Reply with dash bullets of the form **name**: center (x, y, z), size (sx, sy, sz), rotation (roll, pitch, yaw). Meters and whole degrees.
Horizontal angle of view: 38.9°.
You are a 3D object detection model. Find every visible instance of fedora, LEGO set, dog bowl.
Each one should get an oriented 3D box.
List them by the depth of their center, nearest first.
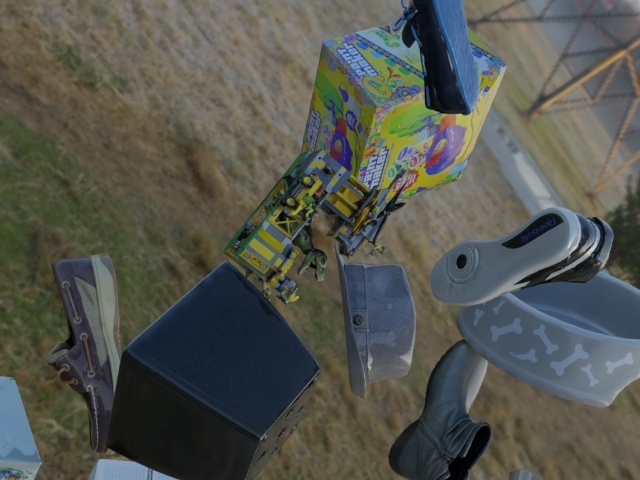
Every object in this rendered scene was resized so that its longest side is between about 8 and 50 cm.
- **LEGO set**: center (0.000, 0.000, 1.348), size (0.192, 0.255, 0.331), rotation (39, -13, -9)
- **dog bowl**: center (0.395, 0.128, 1.432), size (0.349, 0.102, 0.349), rotation (12, 20, -4)
- **fedora**: center (0.101, 0.133, 1.581), size (0.243, 0.124, 0.275), rotation (78, 6, -68)

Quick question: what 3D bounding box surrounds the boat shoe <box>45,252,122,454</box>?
- **boat shoe**: center (-0.402, 0.195, 1.531), size (0.123, 0.123, 0.342), rotation (-173, -100, -67)

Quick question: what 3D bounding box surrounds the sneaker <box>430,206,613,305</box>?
- **sneaker**: center (0.242, 0.034, 1.058), size (0.121, 0.217, 0.079), rotation (14, 63, -36)

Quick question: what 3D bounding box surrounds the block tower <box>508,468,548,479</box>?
- **block tower**: center (0.364, 0.391, 1.128), size (0.335, 0.097, 0.091), rotation (25, 60, -9)

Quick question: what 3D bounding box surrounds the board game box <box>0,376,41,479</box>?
- **board game box**: center (-0.600, 0.419, 1.567), size (0.097, 0.303, 0.224), rotation (13, 23, -36)

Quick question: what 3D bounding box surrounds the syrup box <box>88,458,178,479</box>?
- **syrup box**: center (-0.242, 0.409, 1.419), size (0.237, 0.093, 0.096), rotation (11, 57, -19)

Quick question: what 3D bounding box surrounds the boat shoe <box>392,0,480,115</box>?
- **boat shoe**: center (0.147, -0.284, 1.246), size (0.109, 0.089, 0.258), rotation (-47, 129, -48)

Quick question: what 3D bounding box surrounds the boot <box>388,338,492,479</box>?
- **boot**: center (0.210, 0.266, 1.340), size (0.083, 0.246, 0.161), rotation (36, -13, -19)

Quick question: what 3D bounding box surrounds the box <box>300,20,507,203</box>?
- **box**: center (0.138, -0.227, 1.637), size (0.177, 0.279, 0.290), rotation (55, -29, 29)

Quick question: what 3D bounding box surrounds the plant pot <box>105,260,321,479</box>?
- **plant pot**: center (-0.111, 0.173, 1.028), size (0.167, 0.188, 0.187), rotation (33, 44, 13)
